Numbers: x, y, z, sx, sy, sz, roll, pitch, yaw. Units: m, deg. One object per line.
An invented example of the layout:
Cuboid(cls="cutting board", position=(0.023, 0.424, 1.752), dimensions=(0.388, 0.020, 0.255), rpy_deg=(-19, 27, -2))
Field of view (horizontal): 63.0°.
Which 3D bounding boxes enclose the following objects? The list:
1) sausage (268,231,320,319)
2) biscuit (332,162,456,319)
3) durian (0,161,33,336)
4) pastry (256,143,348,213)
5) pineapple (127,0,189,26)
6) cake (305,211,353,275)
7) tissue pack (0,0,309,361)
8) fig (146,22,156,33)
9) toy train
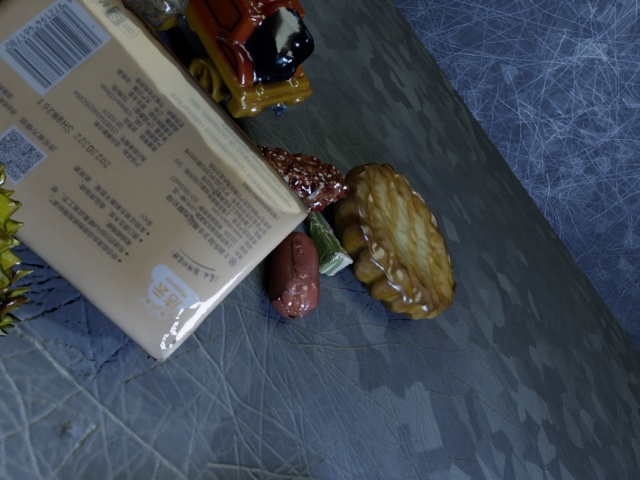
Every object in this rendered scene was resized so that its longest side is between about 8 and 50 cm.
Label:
Cuboid(cls="sausage", position=(-0.038, 0.047, 0.747), dimensions=(0.076, 0.076, 0.141), rpy_deg=(34, 39, -32))
Cuboid(cls="biscuit", position=(0.138, 0.002, 0.999), dimensions=(0.326, 0.107, 0.325), rpy_deg=(31, 44, -35))
Cuboid(cls="durian", position=(-0.302, 0.017, 0.265), dimensions=(0.258, 0.258, 0.293), rpy_deg=(55, 37, -4))
Cuboid(cls="pastry", position=(-0.049, -0.091, 0.829), dimensions=(0.209, 0.097, 0.115), rpy_deg=(-1, 55, -52))
Cuboid(cls="pineapple", position=(-0.320, -0.435, 0.703), dimensions=(0.361, 0.175, 0.175), rpy_deg=(45, 28, 19))
Cuboid(cls="cake", position=(0.000, 0.000, 0.888), dimensions=(0.051, 0.055, 0.140), rpy_deg=(19, 30, -43))
Cuboid(cls="tissue pack", position=(-0.206, -0.070, 0.536), dimensions=(0.305, 0.239, 0.238), rpy_deg=(47, 33, -15))
Cuboid(cls="fig", position=(-0.266, -0.283, 0.761), dimensions=(0.050, 0.050, 0.083), rpy_deg=(21, 66, -44))
Cuboid(cls="toy train", position=(-0.140, -0.369, 0.799), dimensions=(0.163, 0.232, 0.369), rpy_deg=(-28, 86, -41))
